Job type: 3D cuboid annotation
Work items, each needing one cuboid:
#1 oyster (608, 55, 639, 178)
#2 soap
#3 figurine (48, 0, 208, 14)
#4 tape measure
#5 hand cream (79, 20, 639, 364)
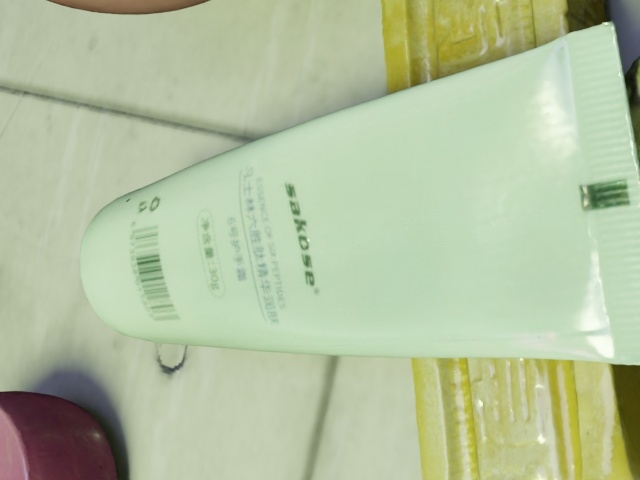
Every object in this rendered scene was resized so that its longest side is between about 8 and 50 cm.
[{"bbox_3d":[0.228,-0.101,0.389,0.355,0.107,0.201,-21,101,33],"label":"oyster"},{"bbox_3d":[0.075,-0.018,0.555,0.092,0.037,0.252,-16,72,43],"label":"soap"},{"bbox_3d":[-0.101,-0.206,0.611,0.269,0.261,0.211,-105,18,-70],"label":"figurine"},{"bbox_3d":[-0.161,0.141,0.728,0.118,0.074,0.125,-28,67,37],"label":"tape measure"},{"bbox_3d":[0.000,0.000,0.567,0.321,0.067,0.109,-9,89,53],"label":"hand cream"}]
